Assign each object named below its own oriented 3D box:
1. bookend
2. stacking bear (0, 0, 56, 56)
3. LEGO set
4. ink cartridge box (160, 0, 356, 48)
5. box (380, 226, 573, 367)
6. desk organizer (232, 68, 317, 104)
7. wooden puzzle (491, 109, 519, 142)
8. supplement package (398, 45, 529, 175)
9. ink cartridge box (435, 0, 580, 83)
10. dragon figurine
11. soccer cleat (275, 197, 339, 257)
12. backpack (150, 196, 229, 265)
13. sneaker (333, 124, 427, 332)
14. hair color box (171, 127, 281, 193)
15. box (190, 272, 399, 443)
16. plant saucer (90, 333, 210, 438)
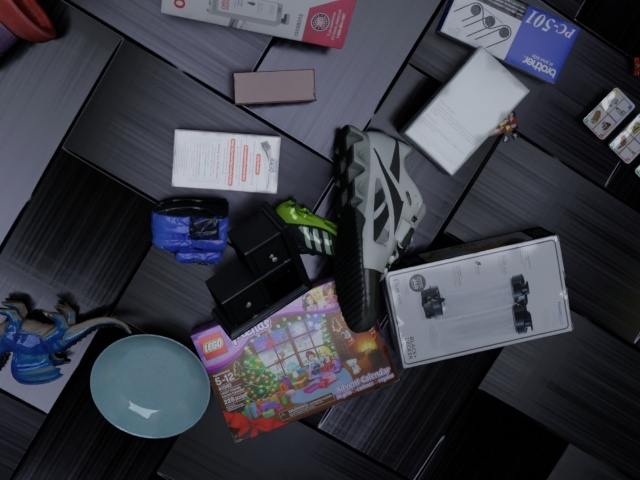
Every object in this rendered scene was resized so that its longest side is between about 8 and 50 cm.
[{"bbox_3d":[-0.110,0.048,1.484,0.156,0.072,0.157,-32,138,-13],"label":"bookend"},{"bbox_3d":[-0.565,-0.297,1.398,0.289,0.164,0.175,-30,104,5],"label":"stacking bear"},{"bbox_3d":[0.572,-0.234,1.584,0.182,0.060,0.244,39,101,-16],"label":"LEGO set"},{"bbox_3d":[-0.082,-0.413,1.394,0.283,0.117,0.207,9,140,-8],"label":"ink cartridge box"},{"bbox_3d":[0.253,0.092,1.576,0.290,0.087,0.169,-13,101,-3],"label":"box"},{"bbox_3d":[-0.073,-0.241,1.508,0.130,0.047,0.050,-4,98,-5],"label":"desk organizer"},{"bbox_3d":[0.296,-0.200,1.571,0.049,0.006,0.083,-14,100,-3],"label":"wooden puzzle"},{"bbox_3d":[0.223,-0.202,1.509,0.105,0.105,0.179,42,94,-4],"label":"supplement package"},{"bbox_3d":[0.298,-0.336,1.528,0.207,0.046,0.097,22,98,-9],"label":"ink cartridge box"},{"bbox_3d":[-0.444,0.175,1.522,0.289,0.085,0.144,3,99,-6],"label":"dragon figurine"},{"bbox_3d":[0.000,0.000,1.556,0.179,0.060,0.072,30,111,-8],"label":"soccer cleat"},{"bbox_3d":[-0.207,-0.015,1.507,0.120,0.098,0.101,5,103,-7],"label":"backpack"},{"bbox_3d":[0.101,-0.017,1.484,0.146,0.122,0.330,8,73,-18],"label":"sneaker"},{"bbox_3d":[-0.149,-0.126,1.516,0.167,0.053,0.093,4,98,-5],"label":"hair color box"},{"bbox_3d":[-0.041,0.187,1.578,0.293,0.057,0.201,-22,100,-2],"label":"box"},{"bbox_3d":[-0.274,0.231,1.560,0.195,0.037,0.195,0,112,0],"label":"plant saucer"}]
